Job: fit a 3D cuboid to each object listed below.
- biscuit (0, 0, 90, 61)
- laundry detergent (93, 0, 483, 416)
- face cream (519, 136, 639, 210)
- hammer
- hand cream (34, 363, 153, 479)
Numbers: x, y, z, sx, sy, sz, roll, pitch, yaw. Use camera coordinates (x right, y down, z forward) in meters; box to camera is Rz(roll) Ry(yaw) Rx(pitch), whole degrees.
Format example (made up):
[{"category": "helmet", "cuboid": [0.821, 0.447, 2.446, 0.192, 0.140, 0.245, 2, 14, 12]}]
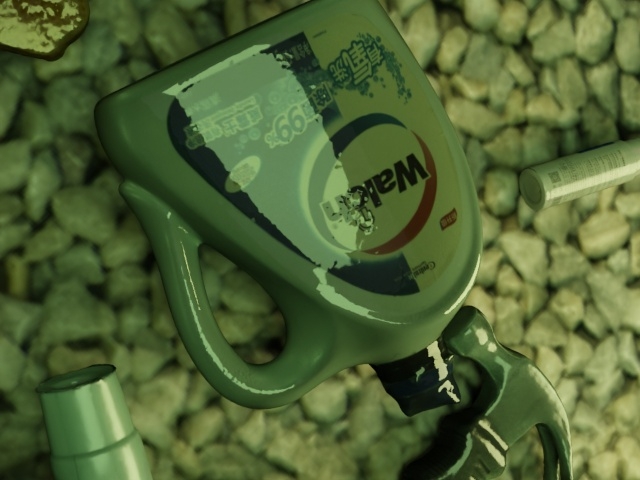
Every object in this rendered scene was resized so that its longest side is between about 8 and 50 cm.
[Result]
[{"category": "biscuit", "cuboid": [-0.248, -0.161, 0.603, 0.225, 0.036, 0.166, -7, 92, -20]}, {"category": "laundry detergent", "cuboid": [0.000, 0.000, 0.679, 0.214, 0.105, 0.281, -28, 104, -16]}, {"category": "face cream", "cuboid": [0.213, -0.055, 0.802, 0.130, 0.034, 0.034, -17, 100, -20]}, {"category": "hammer", "cuboid": [0.084, 0.176, 0.760, 0.226, 0.041, 0.159, -45, 106, -15]}, {"category": "hand cream", "cuboid": [-0.109, 0.242, 0.669, 0.058, 0.085, 0.331, -13, 98, 19]}]
